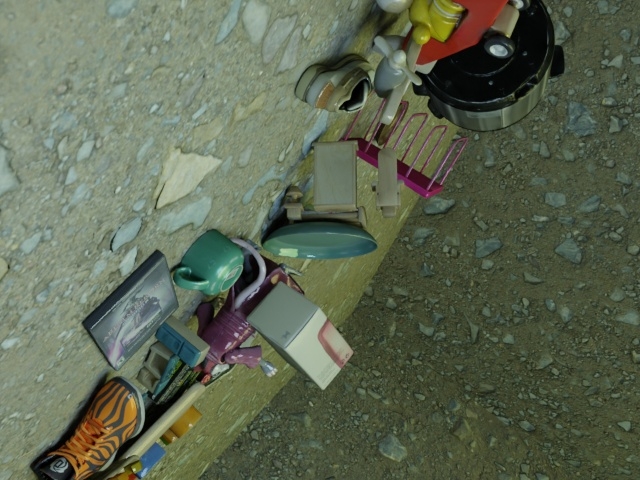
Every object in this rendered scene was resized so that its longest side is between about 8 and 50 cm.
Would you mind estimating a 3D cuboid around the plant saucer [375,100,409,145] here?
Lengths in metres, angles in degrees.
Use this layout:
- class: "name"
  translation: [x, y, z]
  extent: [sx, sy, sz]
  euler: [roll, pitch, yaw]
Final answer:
- class: "plant saucer"
  translation: [0.224, -0.380, 2.131]
  extent: [0.168, 0.029, 0.168]
  euler: [-51, 168, -15]

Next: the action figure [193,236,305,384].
- class: "action figure"
  translation: [-0.197, 0.203, 1.638]
  extent: [0.370, 0.248, 0.276]
  euler: [-56, 167, -2]

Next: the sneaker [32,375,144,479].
- class: "sneaker"
  translation: [-0.502, 0.443, 1.437]
  extent: [0.321, 0.125, 0.180]
  euler: [-60, 167, 27]

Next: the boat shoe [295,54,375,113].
- class: "boat shoe"
  translation: [0.058, -0.331, 1.463]
  extent: [0.302, 0.103, 0.113]
  euler: [-36, 159, -55]

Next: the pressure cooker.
- class: "pressure cooker"
  translation: [0.465, -0.502, 1.899]
  extent: [0.375, 0.370, 0.420]
  euler: [-52, 165, 8]

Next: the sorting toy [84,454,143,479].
- class: "sorting toy"
  translation: [-0.540, 0.568, 1.576]
  extent: [0.307, 0.041, 0.229]
  euler: [-27, 177, 23]

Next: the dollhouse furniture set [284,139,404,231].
- class: "dollhouse furniture set"
  translation: [0.074, -0.123, 1.784]
  extent: [0.355, 0.304, 0.173]
  euler: [59, 31, -74]

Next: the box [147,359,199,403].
- class: "box"
  translation: [-0.386, 0.370, 1.865]
  extent: [0.190, 0.045, 0.184]
  euler: [-53, 171, -6]

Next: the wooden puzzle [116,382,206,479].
- class: "wooden puzzle"
  translation: [-0.465, 0.578, 1.916]
  extent: [0.322, 0.080, 0.348]
  euler: [-44, 176, -33]

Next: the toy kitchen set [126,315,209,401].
- class: "toy kitchen set"
  translation: [-0.381, 0.312, 1.535]
  extent: [0.166, 0.122, 0.207]
  euler: [-34, 157, -58]

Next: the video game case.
- class: "video game case"
  translation: [-0.374, 0.149, 1.350]
  extent: [0.196, 0.026, 0.274]
  euler: [-48, 168, -24]

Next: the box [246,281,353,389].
- class: "box"
  translation: [-0.045, 0.229, 1.592]
  extent: [0.127, 0.149, 0.232]
  euler: [-48, 140, -14]

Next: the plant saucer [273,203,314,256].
- class: "plant saucer"
  translation: [-0.068, -0.020, 2.005]
  extent: [0.195, 0.037, 0.195]
  euler: [-50, 166, -17]

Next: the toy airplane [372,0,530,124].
- class: "toy airplane"
  translation: [0.218, -0.475, 1.427]
  extent: [0.384, 0.273, 0.386]
  euler: [-49, -152, 27]

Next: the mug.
- class: "mug"
  translation: [-0.238, 0.065, 1.449]
  extent: [0.157, 0.097, 0.129]
  euler: [-50, 167, -19]

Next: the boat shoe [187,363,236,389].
- class: "boat shoe"
  translation: [-0.316, 0.376, 2.049]
  extent: [0.233, 0.084, 0.079]
  euler: [-39, 162, -40]

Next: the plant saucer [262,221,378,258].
- class: "plant saucer"
  translation: [0.000, 0.000, 1.835]
  extent: [0.317, 0.318, 0.043]
  euler: [69, 22, -76]

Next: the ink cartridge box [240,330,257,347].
- class: "ink cartridge box"
  translation: [-0.247, 0.297, 1.993]
  extent: [0.104, 0.062, 0.181]
  euler: [-40, -167, 42]

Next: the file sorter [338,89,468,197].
- class: "file sorter"
  translation: [0.239, -0.277, 1.863]
  extent: [0.182, 0.291, 0.202]
  euler: [-61, 166, 19]
